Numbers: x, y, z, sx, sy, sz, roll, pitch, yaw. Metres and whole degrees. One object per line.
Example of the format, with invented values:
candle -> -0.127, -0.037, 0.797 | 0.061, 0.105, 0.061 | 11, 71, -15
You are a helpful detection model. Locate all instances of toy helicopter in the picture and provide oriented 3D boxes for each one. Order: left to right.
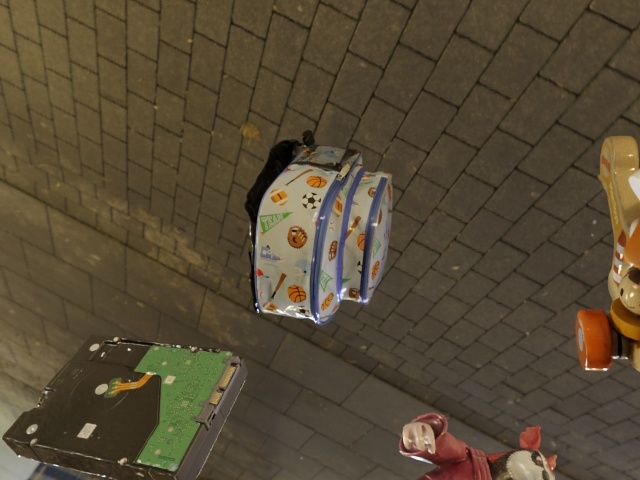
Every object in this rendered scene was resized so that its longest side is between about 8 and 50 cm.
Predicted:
toy helicopter -> 0.415, -0.007, 0.641 | 0.140, 0.355, 0.235 | -2, 148, 20

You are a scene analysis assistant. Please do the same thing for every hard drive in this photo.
hard drive -> -0.322, 0.280, 0.832 | 0.339, 0.237, 0.064 | 1, 127, 19

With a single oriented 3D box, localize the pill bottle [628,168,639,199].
pill bottle -> 0.352, -0.083, 0.341 | 0.124, 0.124, 0.221 | 43, 110, -16

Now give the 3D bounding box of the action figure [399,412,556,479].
action figure -> 0.137, 0.351, 0.571 | 0.248, 0.370, 0.275 | 59, 159, 23

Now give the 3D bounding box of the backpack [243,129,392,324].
backpack -> 0.000, 0.000, 0.753 | 0.213, 0.263, 0.276 | 8, 120, 23
